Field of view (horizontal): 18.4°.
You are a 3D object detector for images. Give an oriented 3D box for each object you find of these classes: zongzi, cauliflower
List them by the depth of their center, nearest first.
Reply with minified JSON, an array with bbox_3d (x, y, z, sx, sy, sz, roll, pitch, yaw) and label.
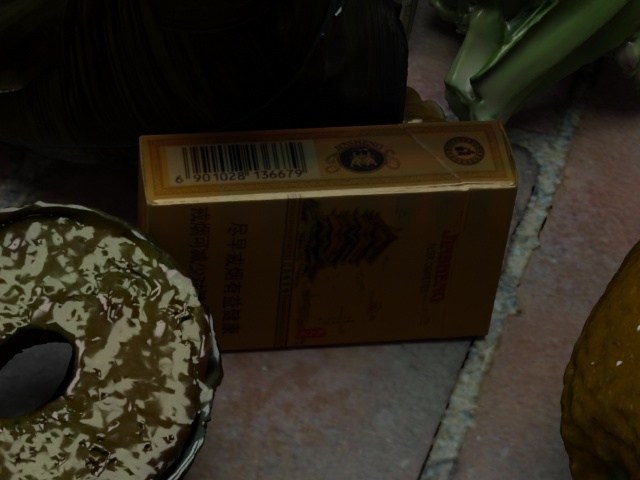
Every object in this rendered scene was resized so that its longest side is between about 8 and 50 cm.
[{"bbox_3d":[-0.170,-0.190,1.452,0.403,0.432,0.208,1,75,19],"label":"zongzi"},{"bbox_3d":[0.177,-0.188,1.687,0.239,0.256,0.315,29,81,15],"label":"cauliflower"}]

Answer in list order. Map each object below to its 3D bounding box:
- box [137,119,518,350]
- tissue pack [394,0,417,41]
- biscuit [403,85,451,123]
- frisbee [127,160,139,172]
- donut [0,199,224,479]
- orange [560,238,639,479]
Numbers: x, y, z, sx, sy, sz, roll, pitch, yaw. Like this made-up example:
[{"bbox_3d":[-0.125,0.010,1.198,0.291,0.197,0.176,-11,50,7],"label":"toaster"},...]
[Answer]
[{"bbox_3d":[0.000,0.000,1.494,0.274,0.174,0.076,-3,49,-8],"label":"box"},{"bbox_3d":[0.047,-0.260,1.787,0.099,0.106,0.149,10,46,2],"label":"tissue pack"},{"bbox_3d":[0.037,-0.096,1.643,0.183,0.061,0.118,13,46,6],"label":"biscuit"},{"bbox_3d":[-0.063,-0.111,1.696,0.236,0.017,0.236,4,47,-4],"label":"frisbee"},{"bbox_3d":[-0.198,0.110,1.388,0.272,0.107,0.272,1,65,-1],"label":"donut"},{"bbox_3d":[0.341,0.098,1.360,0.357,0.322,0.322,-24,54,-14],"label":"orange"}]
